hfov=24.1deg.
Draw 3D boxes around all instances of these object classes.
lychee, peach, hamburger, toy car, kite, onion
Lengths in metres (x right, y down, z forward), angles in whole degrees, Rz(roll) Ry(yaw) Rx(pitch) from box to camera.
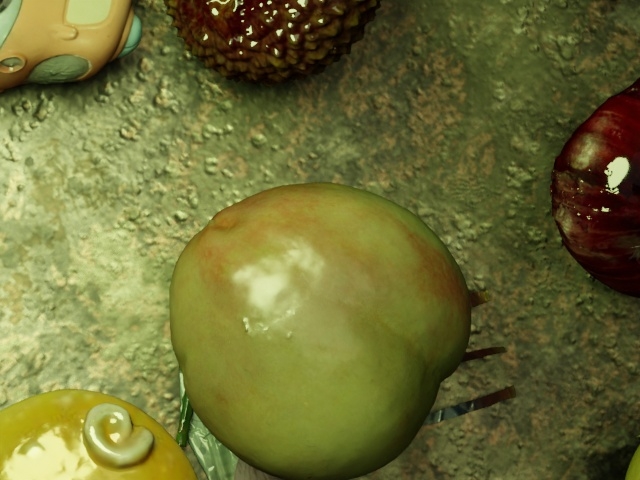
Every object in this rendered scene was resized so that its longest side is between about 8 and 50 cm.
[{"bbox_3d":[-0.036,-0.297,1.528,0.271,0.271,0.272,2,80,-12],"label":"lychee"},{"bbox_3d":[-0.004,0.082,1.435,0.292,0.247,0.292,-8,112,-20],"label":"peach"},{"bbox_3d":[-0.222,0.288,1.407,0.261,0.186,0.303,-32,91,-15],"label":"hamburger"},{"bbox_3d":[-0.275,-0.270,1.499,0.212,0.180,0.271,12,77,-20],"label":"toy car"},{"bbox_3d":[0.028,0.148,1.569,0.360,0.022,0.204,-16,85,-14],"label":"kite"},{"bbox_3d":[0.340,-0.065,1.586,0.252,0.219,0.252,-24,129,-33],"label":"onion"}]

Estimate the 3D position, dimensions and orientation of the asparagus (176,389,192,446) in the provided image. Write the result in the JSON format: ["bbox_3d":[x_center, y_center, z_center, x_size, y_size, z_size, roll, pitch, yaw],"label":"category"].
[{"bbox_3d":[-0.134,0.129,1.533,0.016,0.016,0.163,2,81,13],"label":"asparagus"}]

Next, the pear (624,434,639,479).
[{"bbox_3d":[0.448,0.306,1.499,0.309,0.309,0.309,2,80,-12],"label":"pear"}]
